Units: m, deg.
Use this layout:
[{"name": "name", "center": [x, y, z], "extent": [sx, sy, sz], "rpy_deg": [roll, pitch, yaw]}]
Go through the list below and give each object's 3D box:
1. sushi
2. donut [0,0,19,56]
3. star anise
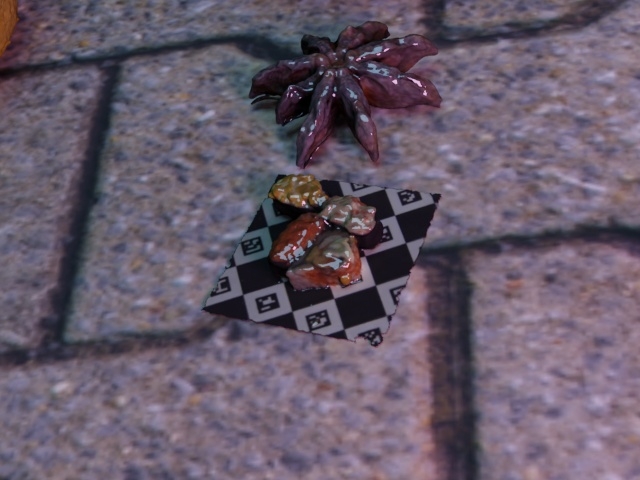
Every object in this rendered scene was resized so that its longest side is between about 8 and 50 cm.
[{"name": "sushi", "center": [0.000, 0.000, 0.804], "extent": [0.120, 0.026, 0.126], "rpy_deg": [8, 50, 23]}, {"name": "donut", "center": [-0.312, -0.207, 1.045], "extent": [0.151, 0.112, 0.295], "rpy_deg": [-23, 45, -11]}, {"name": "star anise", "center": [0.018, -0.111, 0.897], "extent": [0.141, 0.042, 0.141], "rpy_deg": [-7, 46, 8]}]
